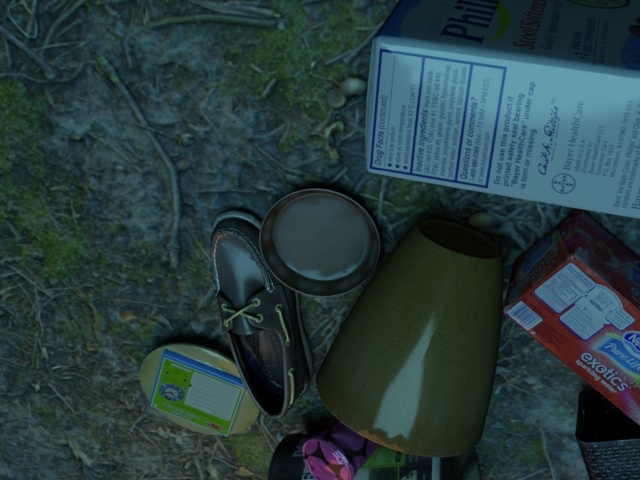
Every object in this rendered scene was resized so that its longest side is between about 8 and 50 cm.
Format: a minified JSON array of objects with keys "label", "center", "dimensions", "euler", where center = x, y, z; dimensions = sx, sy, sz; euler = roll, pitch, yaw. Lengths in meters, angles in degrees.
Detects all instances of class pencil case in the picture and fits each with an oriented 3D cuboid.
[{"label":"pencil case","center":[0.049,0.260,1.345],"dimensions":[0.098,0.209,0.095],"euler":[-4,115,34]}]

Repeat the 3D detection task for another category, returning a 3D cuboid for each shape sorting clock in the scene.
[{"label":"shape sorting clock","center":[-0.196,0.242,1.523],"dimensions":[0.206,0.040,0.206],"euler":[7,125,11]}]

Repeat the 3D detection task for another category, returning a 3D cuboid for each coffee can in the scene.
[{"label":"coffee can","center":[0.085,0.385,1.418],"dimensions":[0.275,0.201,0.202],"euler":[-10,117,24]}]

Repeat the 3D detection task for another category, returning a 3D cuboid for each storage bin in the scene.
[{"label":"storage bin","center":[0.444,0.256,1.257],"dimensions":[0.180,0.122,0.084],"euler":[-10,117,25]}]

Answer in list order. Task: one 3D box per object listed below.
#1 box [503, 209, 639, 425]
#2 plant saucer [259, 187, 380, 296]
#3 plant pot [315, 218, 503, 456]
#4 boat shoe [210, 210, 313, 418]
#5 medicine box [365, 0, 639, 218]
[{"label":"box","center":[0.372,0.100,1.183],"dimensions":[0.257,0.123,0.128],"euler":[39,126,-7]},{"label":"plant saucer","center":[0.000,0.000,1.295],"dimensions":[0.168,0.029,0.169],"euler":[4,117,7]},{"label":"plant pot","center":[0.139,0.109,1.227],"dimensions":[0.237,0.237,0.254],"euler":[19,112,7]},{"label":"boat shoe","center":[-0.092,0.114,1.370],"dimensions":[0.116,0.097,0.325],"euler":[-4,120,21]},{"label":"medicine box","center":[0.217,-0.169,0.980],"dimensions":[0.289,0.263,0.149],"euler":[11,124,12]}]
